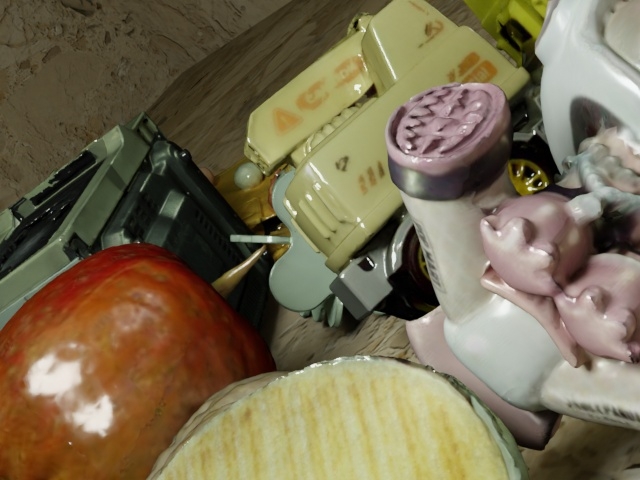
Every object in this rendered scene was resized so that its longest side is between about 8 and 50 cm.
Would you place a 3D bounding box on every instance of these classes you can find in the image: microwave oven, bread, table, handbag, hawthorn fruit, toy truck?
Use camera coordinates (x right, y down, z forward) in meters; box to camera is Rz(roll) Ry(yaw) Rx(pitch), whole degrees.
[{"bbox_3d":[-0.200,0.059,1.341,0.218,0.286,0.355,-35,16,19],"label":"microwave oven"},{"bbox_3d":[-0.004,0.180,0.697,0.267,0.040,0.267,-21,44,22],"label":"bread"},{"bbox_3d":[0.000,0.000,1.289,0.166,0.166,0.198,-44,9,-8],"label":"table"},{"bbox_3d":[-0.012,-0.096,1.615,0.401,0.133,0.283,-38,22,13],"label":"handbag"},{"bbox_3d":[-0.161,0.137,1.035,0.258,0.258,0.262,-32,26,30],"label":"hawthorn fruit"},{"bbox_3d":[0.138,-0.118,1.075,0.405,0.254,0.180,-43,0,-9],"label":"toy truck"}]

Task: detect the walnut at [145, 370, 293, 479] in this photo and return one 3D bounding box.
[{"bbox_3d":[-0.046,0.190,0.871,0.230,0.178,0.178,-47,16,5],"label":"walnut"}]

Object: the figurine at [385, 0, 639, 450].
[{"bbox_3d":[0.206,-0.055,0.753,0.361,0.253,0.211,-44,2,-21],"label":"figurine"}]
